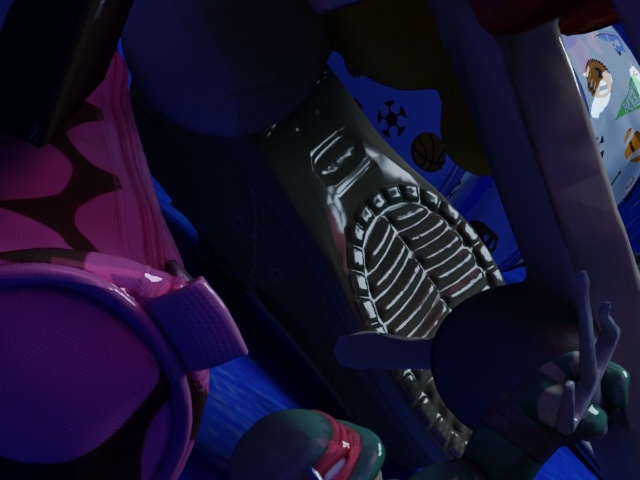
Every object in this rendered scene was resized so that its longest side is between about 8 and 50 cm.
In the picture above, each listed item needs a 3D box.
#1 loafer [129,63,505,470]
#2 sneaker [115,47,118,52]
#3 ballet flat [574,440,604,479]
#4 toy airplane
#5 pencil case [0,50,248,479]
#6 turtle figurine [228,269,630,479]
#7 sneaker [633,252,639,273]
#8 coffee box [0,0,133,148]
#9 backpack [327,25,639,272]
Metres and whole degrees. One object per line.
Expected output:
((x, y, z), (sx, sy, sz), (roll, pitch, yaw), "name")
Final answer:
((0.000, 0.000, 0.708), (0.102, 0.092, 0.268), (-35, 93, -40), "loafer")
((-0.141, -0.083, 0.621), (0.083, 0.071, 0.191), (23, 17, -28), "sneaker")
((0.189, 0.113, 1.105), (0.168, 0.052, 0.057), (49, 12, 22), "ballet flat")
((0.042, -0.103, 0.547), (0.384, 0.272, 0.386), (52, 26, -50), "toy airplane")
((-0.083, -0.002, 0.396), (0.095, 0.098, 0.209), (51, 6, -31), "pencil case")
((0.046, 0.105, 0.406), (0.234, 0.118, 0.175), (55, 35, -28), "turtle figurine")
((0.245, 0.044, 1.168), (0.112, 0.131, 0.319), (51, -5, 6), "sneaker")
((-0.147, -0.134, 0.331), (0.246, 0.141, 0.098), (22, 13, -5), "coffee box")
((0.116, -0.104, 1.137), (0.213, 0.276, 0.263), (-22, 60, -43), "backpack")
